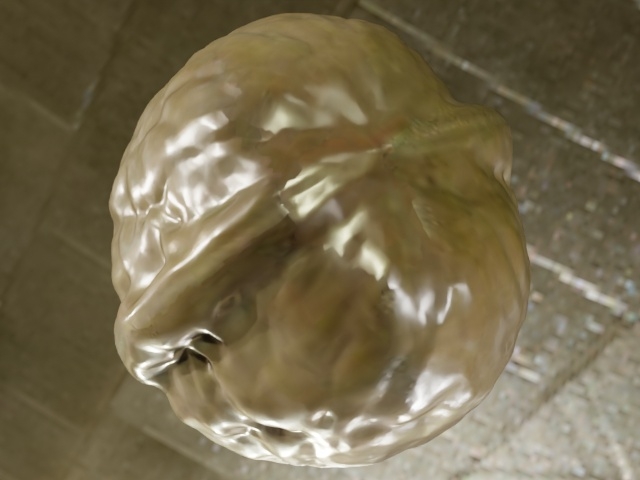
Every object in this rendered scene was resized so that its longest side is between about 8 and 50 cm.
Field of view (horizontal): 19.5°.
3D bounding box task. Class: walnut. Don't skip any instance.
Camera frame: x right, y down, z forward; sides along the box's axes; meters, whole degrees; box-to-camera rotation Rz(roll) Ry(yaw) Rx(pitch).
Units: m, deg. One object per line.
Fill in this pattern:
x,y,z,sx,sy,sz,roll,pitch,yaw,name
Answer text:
0.002,0.000,1.017,0.248,0.248,0.248,18,142,14,walnut
